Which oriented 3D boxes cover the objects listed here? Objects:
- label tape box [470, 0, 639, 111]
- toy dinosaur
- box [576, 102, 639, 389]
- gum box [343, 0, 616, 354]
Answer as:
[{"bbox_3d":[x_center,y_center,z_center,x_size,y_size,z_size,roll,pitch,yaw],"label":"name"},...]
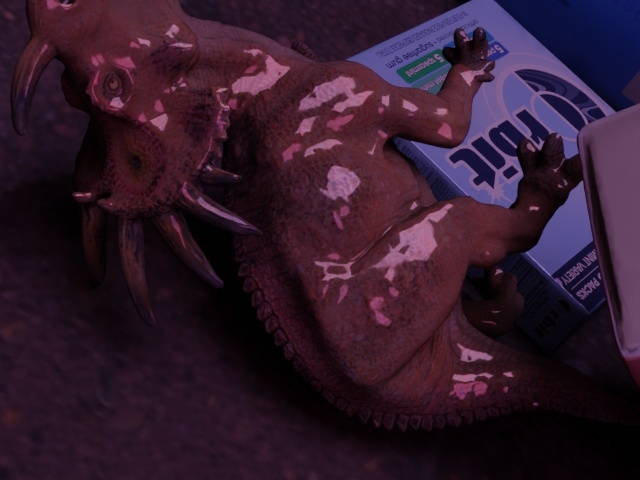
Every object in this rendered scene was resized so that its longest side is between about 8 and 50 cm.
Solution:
[{"bbox_3d":[0.284,-0.200,0.906,0.249,0.115,0.348,38,45,5],"label":"label tape box"},{"bbox_3d":[0.000,0.000,0.563,0.200,0.127,0.296,-35,86,-37],"label":"toy dinosaur"},{"bbox_3d":[0.225,0.039,0.554,0.232,0.148,0.127,49,30,-41],"label":"box"},{"bbox_3d":[0.108,-0.045,0.716,0.184,0.041,0.157,46,44,13],"label":"gum box"}]
